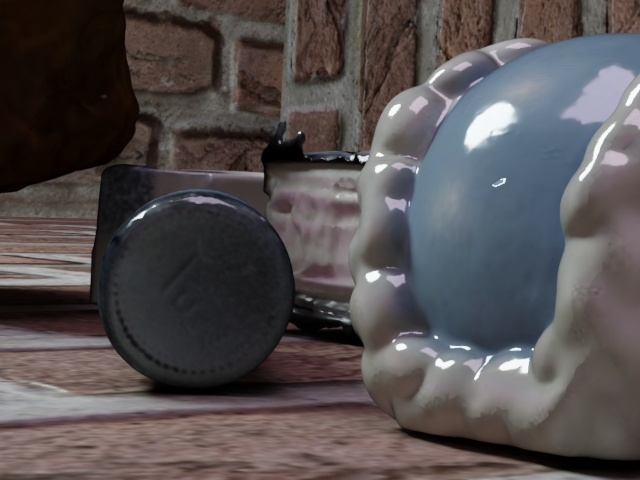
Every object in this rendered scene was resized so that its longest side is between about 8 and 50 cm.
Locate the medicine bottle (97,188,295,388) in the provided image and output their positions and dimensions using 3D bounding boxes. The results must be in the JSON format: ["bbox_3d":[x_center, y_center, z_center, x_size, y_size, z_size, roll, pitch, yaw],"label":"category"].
[{"bbox_3d":[-0.056,0.017,0.791,0.083,0.083,0.203,3,3,-5],"label":"medicine bottle"}]

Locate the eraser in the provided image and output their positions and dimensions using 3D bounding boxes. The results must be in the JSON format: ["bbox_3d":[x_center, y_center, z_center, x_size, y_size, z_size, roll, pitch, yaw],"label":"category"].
[{"bbox_3d":[0.000,0.000,1.229,0.098,0.096,0.404,5,4,31],"label":"eraser"}]

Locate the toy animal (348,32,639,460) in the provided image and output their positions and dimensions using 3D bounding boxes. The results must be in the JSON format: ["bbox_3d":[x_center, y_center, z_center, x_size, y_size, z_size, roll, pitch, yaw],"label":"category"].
[{"bbox_3d":[0.128,-0.003,0.635,0.208,0.156,0.204,-3,1,-37],"label":"toy animal"}]

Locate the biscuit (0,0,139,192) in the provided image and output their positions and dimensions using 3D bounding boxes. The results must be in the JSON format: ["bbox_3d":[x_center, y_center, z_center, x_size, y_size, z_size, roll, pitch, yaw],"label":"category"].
[{"bbox_3d":[-0.314,-0.081,1.097,0.395,0.166,0.342,-16,3,-10],"label":"biscuit"}]

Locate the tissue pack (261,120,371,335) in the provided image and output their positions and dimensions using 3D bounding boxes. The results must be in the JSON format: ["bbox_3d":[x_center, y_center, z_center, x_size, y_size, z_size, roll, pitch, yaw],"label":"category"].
[{"bbox_3d":[0.174,0.007,1.030,0.361,0.122,0.259,4,2,-42],"label":"tissue pack"}]
